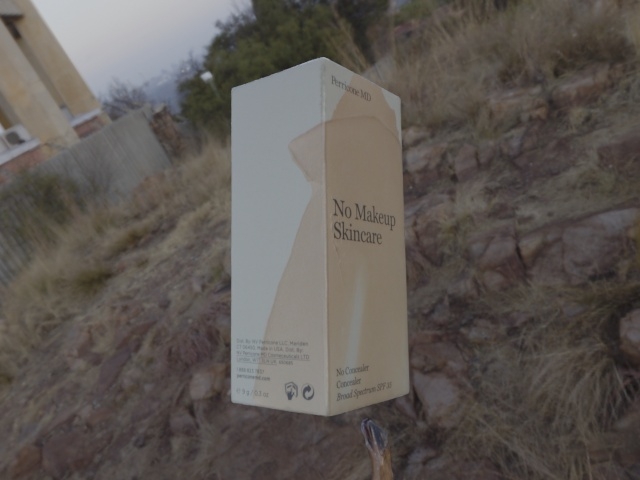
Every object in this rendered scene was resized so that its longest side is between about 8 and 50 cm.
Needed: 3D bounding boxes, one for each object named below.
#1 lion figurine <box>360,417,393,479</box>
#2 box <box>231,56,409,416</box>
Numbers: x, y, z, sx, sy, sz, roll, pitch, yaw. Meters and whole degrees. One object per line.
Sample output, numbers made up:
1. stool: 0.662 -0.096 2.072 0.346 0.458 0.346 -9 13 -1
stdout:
1. lion figurine: 0.155 0.298 0.327 0.142 0.240 0.392 -20 39 -38
2. box: 0.000 0.000 0.558 0.121 0.311 0.148 -5 -6 38
